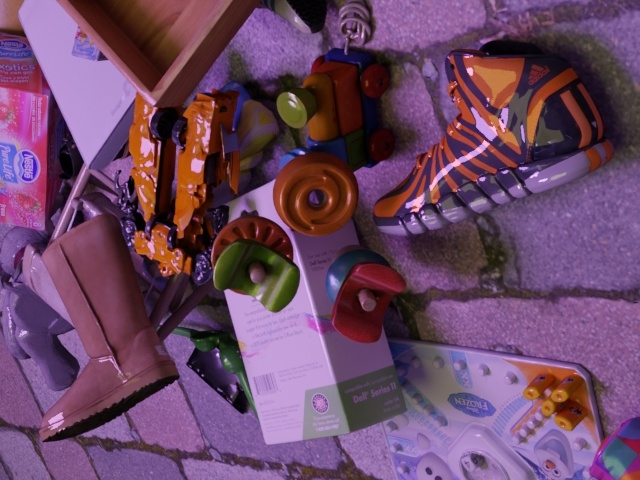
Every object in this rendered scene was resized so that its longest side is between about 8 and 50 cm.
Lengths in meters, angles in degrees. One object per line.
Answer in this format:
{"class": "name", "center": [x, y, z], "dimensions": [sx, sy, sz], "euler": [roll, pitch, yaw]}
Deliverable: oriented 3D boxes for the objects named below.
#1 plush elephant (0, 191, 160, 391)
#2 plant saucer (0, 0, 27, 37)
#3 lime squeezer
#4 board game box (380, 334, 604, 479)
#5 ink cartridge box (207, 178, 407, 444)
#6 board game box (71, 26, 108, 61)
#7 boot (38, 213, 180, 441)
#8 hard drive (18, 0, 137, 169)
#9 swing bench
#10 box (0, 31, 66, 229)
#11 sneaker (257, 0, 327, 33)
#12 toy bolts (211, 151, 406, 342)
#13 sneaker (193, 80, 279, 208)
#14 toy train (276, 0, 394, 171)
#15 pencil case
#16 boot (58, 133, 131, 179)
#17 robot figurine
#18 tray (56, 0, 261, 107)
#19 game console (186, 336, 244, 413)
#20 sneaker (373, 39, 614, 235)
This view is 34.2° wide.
{"class": "plush elephant", "center": [-0.501, 0.067, 1.919], "dimensions": [0.272, 0.255, 0.330], "euler": [-44, 119, 13]}
{"class": "plant saucer", "center": [-0.593, -0.418, 1.795], "dimensions": [0.333, 0.081, 0.332], "euler": [34, 135, 26]}
{"class": "lime squeezer", "center": [-0.179, 0.199, 1.797], "dimensions": [0.310, 0.059, 0.110], "euler": [36, 139, 23]}
{"class": "board game box", "center": [0.229, 0.329, 1.465], "dimensions": [0.390, 0.050, 0.389], "euler": [4, 118, 45]}
{"class": "ink cartridge box", "center": [-0.026, 0.098, 1.481], "dimensions": [0.207, 0.119, 0.353], "euler": [-21, 83, 50]}
{"class": "board game box", "center": [-0.254, -0.324, 1.411], "dimensions": [0.060, 0.194, 0.194], "euler": [18, 128, 38]}
{"class": "boot", "center": [-0.349, 0.131, 1.533], "dimensions": [0.269, 0.236, 0.089], "euler": [62, -177, 18]}
{"class": "hard drive", "center": [-0.354, -0.290, 1.571], "dimensions": [0.203, 0.040, 0.307], "euler": [-45, 64, 39]}
{"class": "swing bench", "center": [-0.320, 0.050, 1.661], "dimensions": [0.253, 0.254, 0.165], "euler": [35, -179, 23]}
{"class": "box", "center": [-0.514, -0.182, 1.761], "dimensions": [0.142, 0.154, 0.300], "euler": [10, 132, -6]}
{"class": "sneaker", "center": [-0.051, -0.312, 1.319], "dimensions": [0.161, 0.057, 0.075], "euler": [53, 149, 15]}
{"class": "toy bolts", "center": [0.000, 0.000, 1.288], "dimensions": [0.229, 0.158, 0.218], "euler": [28, 103, -15]}
{"class": "sneaker", "center": [-0.149, -0.142, 1.523], "dimensions": [0.240, 0.091, 0.126], "euler": [-43, 71, 42]}
{"class": "toy train", "center": [0.003, -0.188, 1.274], "dimensions": [0.105, 0.143, 0.248], "euler": [18, 127, 38]}
{"class": "pencil case", "center": [0.429, 0.304, 1.205], "dimensions": [0.236, 0.104, 0.104], "euler": [37, 137, 20]}
{"class": "boot", "center": [-0.356, -0.192, 1.653], "dimensions": [0.077, 0.137, 0.197], "euler": [30, 134, 29]}
{"class": "robot figurine", "center": [-0.193, -0.082, 1.455], "dimensions": [0.211, 0.085, 0.291], "euler": [25, 121, 29]}
{"class": "tray", "center": [-0.129, -0.375, 1.217], "dimensions": [0.203, 0.076, 0.411], "euler": [48, 115, 12]}
{"class": "game console", "center": [-0.172, 0.238, 1.854], "dimensions": [0.122, 0.071, 0.107], "euler": [37, 107, 23]}
{"class": "sneaker", "center": [0.167, -0.123, 1.185], "dimensions": [0.321, 0.125, 0.180], "euler": [-22, 94, 41]}
